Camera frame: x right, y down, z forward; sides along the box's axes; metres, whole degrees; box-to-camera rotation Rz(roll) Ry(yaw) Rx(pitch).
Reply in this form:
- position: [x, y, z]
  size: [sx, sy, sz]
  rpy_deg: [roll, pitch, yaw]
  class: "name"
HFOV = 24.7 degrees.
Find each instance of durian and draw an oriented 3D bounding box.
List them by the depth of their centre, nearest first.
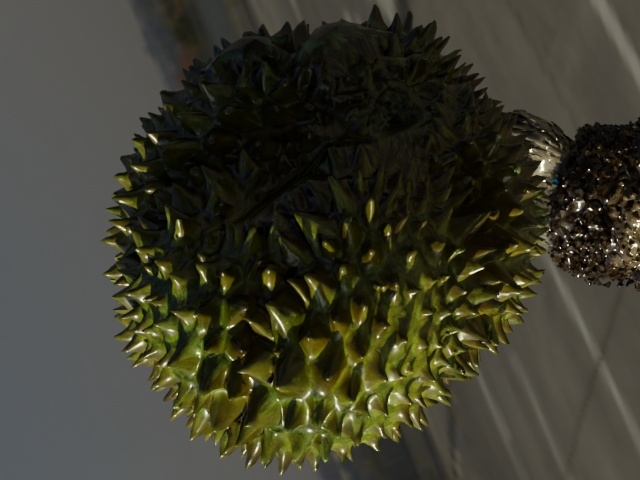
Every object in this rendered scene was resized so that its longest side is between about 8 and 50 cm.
- position: [0.000, 0.001, 0.860]
  size: [0.225, 0.291, 0.291]
  rpy_deg: [68, 179, -55]
  class: "durian"

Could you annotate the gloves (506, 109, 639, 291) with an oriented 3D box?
- position: [0.317, -0.044, 1.522]
  size: [0.135, 0.312, 0.210]
  rpy_deg: [-34, -41, -58]
  class: "gloves"
